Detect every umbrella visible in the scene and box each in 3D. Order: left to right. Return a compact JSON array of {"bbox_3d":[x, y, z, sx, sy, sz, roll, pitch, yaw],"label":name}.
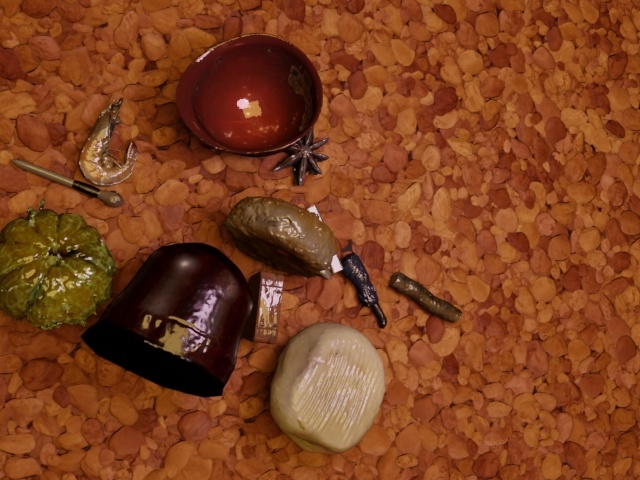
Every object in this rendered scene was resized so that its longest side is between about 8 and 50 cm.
[{"bbox_3d":[0.135,0.151,1.993,0.071,0.071,0.248,-34,102,-19],"label":"umbrella"}]

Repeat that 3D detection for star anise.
[{"bbox_3d":[-0.062,-0.259,1.965,0.180,0.061,0.205,-7,84,-13],"label":"star anise"}]

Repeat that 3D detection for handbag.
[{"bbox_3d":[-0.160,0.187,1.832,0.072,0.151,0.194,7,79,-22],"label":"handbag"}]

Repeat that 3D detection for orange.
[{"bbox_3d":[-0.652,0.073,1.634,0.301,0.223,0.300,27,62,-11],"label":"orange"}]

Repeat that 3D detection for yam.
[{"bbox_3d":[0.326,0.180,2.050,0.252,0.061,0.061,32,75,-14],"label":"yam"}]

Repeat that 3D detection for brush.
[{"bbox_3d":[-0.664,-0.157,1.756,0.299,0.042,0.039,24,58,-14],"label":"brush"}]

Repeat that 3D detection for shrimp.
[{"bbox_3d":[-0.562,-0.265,1.803,0.143,0.052,0.251,22,85,-26],"label":"shrimp"}]

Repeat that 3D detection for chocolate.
[{"bbox_3d":[-0.353,0.175,1.687,0.383,0.383,0.331,26,61,-15],"label":"chocolate"}]

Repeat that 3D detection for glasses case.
[{"bbox_3d":[0.000,0.000,1.952,0.047,0.071,0.205,-23,92,-16],"label":"glasses case"}]

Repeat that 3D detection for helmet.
[{"bbox_3d":[-0.191,-0.362,1.843,0.384,0.230,0.338,-17,80,-8],"label":"helmet"}]

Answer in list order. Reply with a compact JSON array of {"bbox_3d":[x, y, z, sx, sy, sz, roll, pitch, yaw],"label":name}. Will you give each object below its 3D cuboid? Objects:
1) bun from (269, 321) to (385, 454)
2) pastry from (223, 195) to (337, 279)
[{"bbox_3d":[0.003,0.408,1.835,0.361,0.213,0.361,4,84,-35],"label":"bun"},{"bbox_3d":[-0.104,-0.016,1.793,0.329,0.329,0.136,29,70,-14],"label":"pastry"}]
